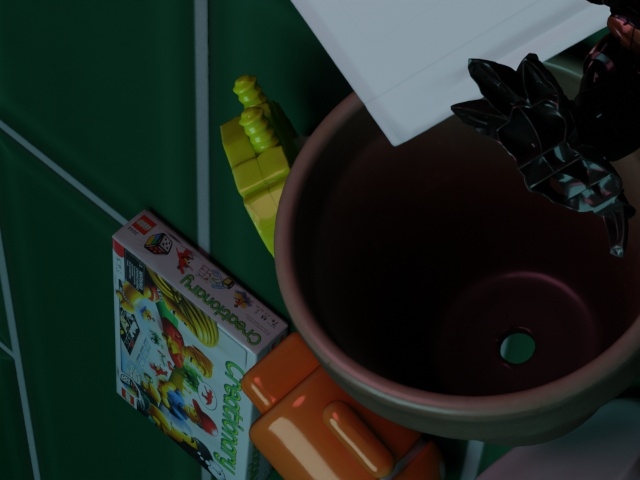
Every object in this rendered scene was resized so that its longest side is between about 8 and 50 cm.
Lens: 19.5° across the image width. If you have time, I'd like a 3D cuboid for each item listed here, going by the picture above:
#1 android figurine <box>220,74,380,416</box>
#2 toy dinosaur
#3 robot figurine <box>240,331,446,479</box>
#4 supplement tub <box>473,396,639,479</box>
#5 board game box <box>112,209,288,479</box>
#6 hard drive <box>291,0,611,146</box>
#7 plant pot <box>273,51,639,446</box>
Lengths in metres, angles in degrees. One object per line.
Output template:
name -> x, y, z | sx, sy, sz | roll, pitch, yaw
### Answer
android figurine -> 0.000, 0.000, 1.417 | 0.272, 0.056, 0.248 | 62, -173, -25
toy dinosaur -> 0.203, -0.107, 0.955 | 0.322, 0.218, 0.164 | 47, 131, -3
robot figurine -> 0.024, 0.184, 1.670 | 0.219, 0.128, 0.158 | 49, 132, 3
supplement tub -> 0.250, 0.302, 1.369 | 0.325, 0.235, 0.235 | 54, 152, -10
board game box -> -0.125, 0.122, 1.886 | 0.193, 0.053, 0.305 | 38, 151, 20
hard drive -> 0.035, -0.253, 1.080 | 0.233, 0.047, 0.353 | -29, 103, 33
plant pot -> 0.123, 0.032, 1.249 | 0.263, 0.263, 0.229 | 35, 168, 26
